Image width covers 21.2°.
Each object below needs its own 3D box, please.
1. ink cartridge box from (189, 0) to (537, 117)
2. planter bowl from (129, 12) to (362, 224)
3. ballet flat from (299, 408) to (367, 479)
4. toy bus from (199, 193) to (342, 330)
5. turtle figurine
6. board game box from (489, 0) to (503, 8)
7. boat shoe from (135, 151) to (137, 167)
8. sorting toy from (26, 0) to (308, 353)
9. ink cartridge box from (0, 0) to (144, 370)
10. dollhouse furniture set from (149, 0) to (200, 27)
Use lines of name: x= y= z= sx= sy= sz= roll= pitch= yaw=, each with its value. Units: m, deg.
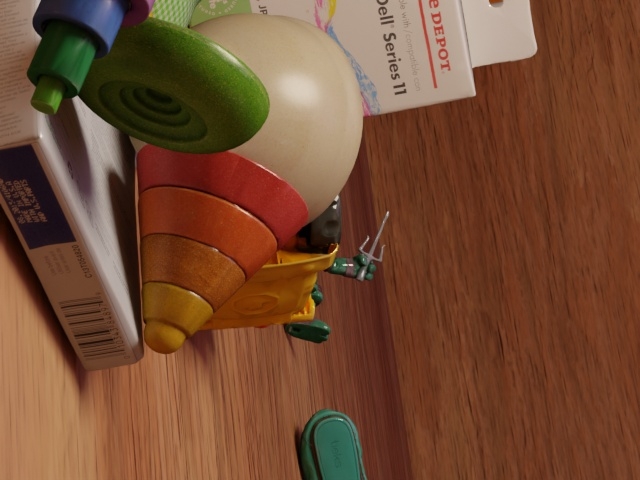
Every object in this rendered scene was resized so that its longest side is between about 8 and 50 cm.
ink cartridge box: x=0.045 y=-0.242 z=1.803 sx=0.119 sy=0.353 sz=0.207 roll=-82 pitch=160 yaw=-71
planter bowl: x=-0.067 y=-0.086 z=1.194 sx=0.109 sy=0.162 sz=0.162 roll=8 pitch=70 yaw=-57
ballet flat: x=0.026 y=0.317 z=2.005 sx=0.087 sy=0.083 sz=0.247 roll=-173 pitch=-105 yaw=-82
toy bus: x=-0.068 y=-0.024 z=1.502 sx=0.211 sy=0.149 sz=0.220 roll=94 pitch=-12 yaw=-58
turtle figurine: x=0.000 y=0.000 z=2.105 sx=0.175 sy=0.118 sz=0.234 roll=55 pitch=37 yaw=-39
board game box: x=0.080 y=-0.390 z=2.383 sx=0.078 sy=0.347 sz=0.233 roll=-75 pitch=153 yaw=-74
boat shoe: x=-0.142 y=-0.085 z=1.335 sx=0.040 sy=0.049 sz=0.142 roll=47 pitch=8 yaw=2
sorting toy: x=-0.103 y=-0.037 z=1.004 sx=0.365 sy=0.127 sz=0.126 roll=70 pitch=36 yaw=-63
ink cartridge box: x=-0.163 y=-0.069 z=1.088 sx=0.223 sy=0.045 sz=0.224 roll=74 pitch=8 yaw=-49
dollhouse furniture set: x=-0.090 y=-0.237 z=1.182 sx=0.197 sy=0.151 sz=0.301 roll=-56 pitch=150 yaw=-29
